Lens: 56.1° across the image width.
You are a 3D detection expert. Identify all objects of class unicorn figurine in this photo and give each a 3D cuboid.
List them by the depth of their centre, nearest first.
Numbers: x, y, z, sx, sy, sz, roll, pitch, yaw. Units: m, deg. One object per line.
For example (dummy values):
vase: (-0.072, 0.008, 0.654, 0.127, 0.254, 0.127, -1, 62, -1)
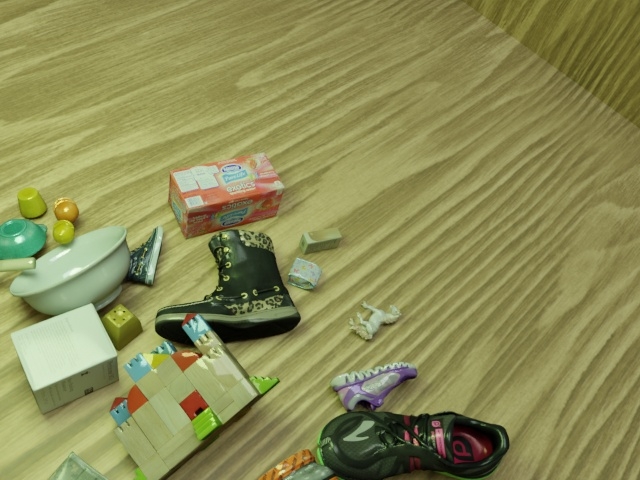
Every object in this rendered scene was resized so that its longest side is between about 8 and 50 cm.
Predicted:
unicorn figurine: (0.156, 0.217, 1.696, 0.111, 0.060, 0.162, 35, 69, 9)

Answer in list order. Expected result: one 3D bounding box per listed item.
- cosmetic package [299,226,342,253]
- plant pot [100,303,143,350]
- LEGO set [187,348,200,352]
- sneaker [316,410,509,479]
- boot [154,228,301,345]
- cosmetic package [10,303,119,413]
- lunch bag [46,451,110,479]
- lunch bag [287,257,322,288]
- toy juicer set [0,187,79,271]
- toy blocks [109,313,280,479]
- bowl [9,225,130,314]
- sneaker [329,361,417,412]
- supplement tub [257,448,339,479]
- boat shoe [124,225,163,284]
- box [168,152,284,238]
cosmetic package: (0.000, 0.000, 1.800, 0.115, 0.060, 0.041, -10, 58, -25)
plant pot: (-0.496, 0.205, 1.483, 0.081, 0.083, 0.081, 38, 53, 11)
LEGO set: (-0.297, 0.292, 1.517, 0.083, 0.023, 0.054, -5, 56, -20)
sneaker: (0.225, 0.471, 1.431, 0.483, 0.202, 0.185, 3, 54, -15)
boot: (-0.256, 0.117, 1.585, 0.378, 0.138, 0.284, -2, 57, -23)
cosmetic package: (-0.576, 0.268, 1.368, 0.184, 0.151, 0.151, -22, 65, -28)
lunch bag: (-0.454, 0.602, 1.155, 0.287, 0.169, 0.235, 37, 49, 2)
lunch bag: (-0.045, 0.099, 1.719, 0.083, 0.053, 0.071, 17, 49, 8)
toy juicer set: (-0.743, 0.004, 1.540, 0.209, 0.089, 0.329, 10, 45, 6)
toy blocks: (-0.323, 0.338, 1.342, 0.381, 0.190, 0.261, -40, 76, -7)
bowl: (-0.582, 0.094, 1.469, 0.298, 0.134, 0.298, -19, 24, 9)
sneaker: (0.145, 0.382, 1.551, 0.237, 0.095, 0.104, -10, 65, -17)
supplement tub: (-0.004, 0.618, 1.260, 0.194, 0.193, 0.316, -22, 63, -29)
boat shoe: (-0.479, 0.031, 1.627, 0.083, 0.065, 0.183, 10, 53, -11)
box: (-0.279, -0.136, 1.762, 0.300, 0.142, 0.154, -17, 61, -27)
